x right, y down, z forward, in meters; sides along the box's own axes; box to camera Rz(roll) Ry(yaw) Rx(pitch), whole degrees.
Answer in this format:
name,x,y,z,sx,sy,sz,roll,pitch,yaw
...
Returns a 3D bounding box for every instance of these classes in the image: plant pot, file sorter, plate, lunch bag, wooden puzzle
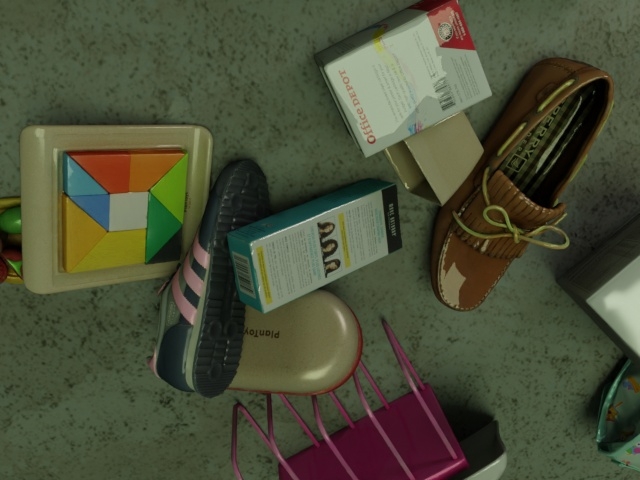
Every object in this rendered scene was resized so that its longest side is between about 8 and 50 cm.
name,x,y,z,sx,sy,sz,roll,pitch,yaw
plant pot,0.153,-0.127,0.901,0.096,0.109,0.109,-38,113,-6
file sorter,0.029,0.282,0.995,0.291,0.202,0.182,-30,110,4
plate,0.175,0.390,1.029,0.277,0.278,0.045,-36,78,7
lunch bag,0.604,0.281,1.098,0.223,0.160,0.262,26,100,-18
wooden puzzle,-0.258,-0.040,0.865,0.239,0.044,0.220,-5,115,-32

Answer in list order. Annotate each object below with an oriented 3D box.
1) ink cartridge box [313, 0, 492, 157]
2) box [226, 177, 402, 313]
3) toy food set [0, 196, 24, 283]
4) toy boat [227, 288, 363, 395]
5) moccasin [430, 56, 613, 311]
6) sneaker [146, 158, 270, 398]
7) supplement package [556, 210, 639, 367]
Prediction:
name,x,y,z,sx,sy,sz,roll,pitch,yaw
ink cartridge box,0.097,-0.210,0.841,0.176,0.127,0.128,-26,113,3
box,0.000,0.000,0.888,0.244,0.060,0.100,-23,116,-32
toy food set,-0.412,0.013,0.890,0.218,0.071,0.128,-5,112,-6
toy boat,-0.049,0.149,0.967,0.231,0.151,0.150,0,74,20
moccasin,0.275,-0.062,0.916,0.139,0.147,0.380,28,105,-17
sneaker,-0.162,0.040,0.895,0.112,0.131,0.318,28,71,-54
supplement package,0.483,0.075,0.907,0.198,0.263,0.199,-43,83,10
